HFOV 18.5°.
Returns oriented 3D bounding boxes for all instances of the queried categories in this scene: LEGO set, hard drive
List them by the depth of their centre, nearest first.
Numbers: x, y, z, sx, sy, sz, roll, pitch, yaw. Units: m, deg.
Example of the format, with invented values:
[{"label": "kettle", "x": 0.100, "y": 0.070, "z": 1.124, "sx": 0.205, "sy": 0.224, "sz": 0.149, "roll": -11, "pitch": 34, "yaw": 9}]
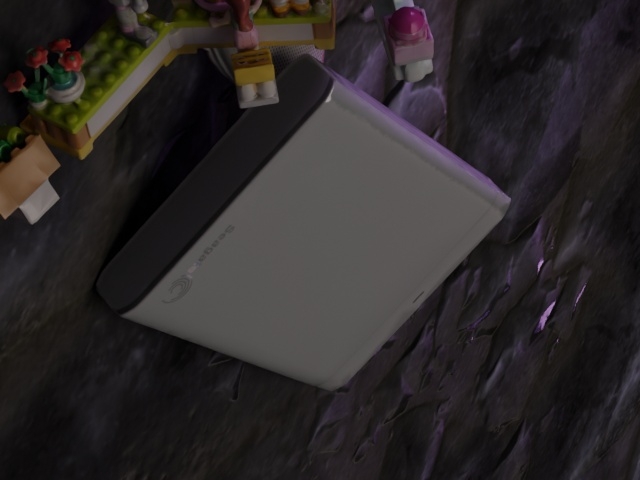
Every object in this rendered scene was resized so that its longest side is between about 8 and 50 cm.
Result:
[{"label": "LEGO set", "x": -0.084, "y": -0.121, "z": 1.095, "sx": 0.287, "sy": 0.132, "sz": 0.107, "roll": -19, "pitch": 144, "yaw": -8}, {"label": "hard drive", "x": 0.000, "y": 0.000, "z": 1.351, "sx": 0.203, "sy": 0.040, "sz": 0.307, "roll": -47, "pitch": 152, "yaw": 9}]

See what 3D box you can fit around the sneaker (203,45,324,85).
[{"label": "sneaker", "x": -0.013, "y": -0.190, "z": 1.192, "sx": 0.103, "sy": 0.111, "sz": 0.252, "roll": -38, "pitch": 140, "yaw": -41}]
